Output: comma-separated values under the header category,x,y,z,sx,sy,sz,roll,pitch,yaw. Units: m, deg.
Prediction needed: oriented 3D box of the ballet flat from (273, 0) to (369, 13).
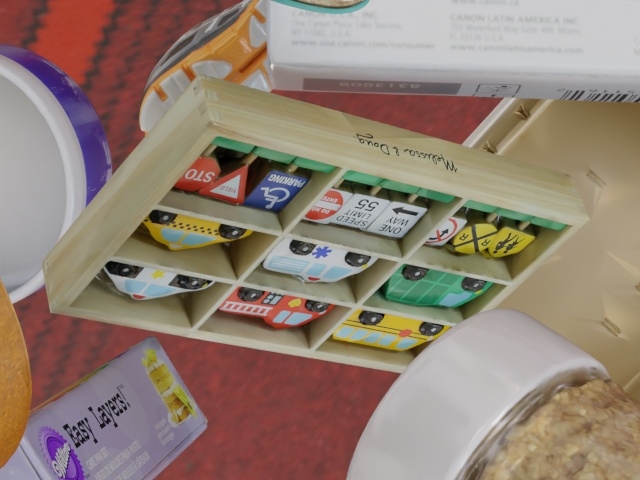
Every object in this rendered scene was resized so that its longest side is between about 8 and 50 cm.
category,x,y,z,sx,sy,sz,roll,pitch,yaw
ballet flat,-0.057,-0.178,0.998,0.206,0.073,0.067,25,127,25

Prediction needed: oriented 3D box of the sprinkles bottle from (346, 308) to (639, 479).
category,x,y,z,sx,sy,sz,roll,pitch,yaw
sprinkles bottle,0.172,0.164,0.744,0.355,0.121,0.121,35,110,31

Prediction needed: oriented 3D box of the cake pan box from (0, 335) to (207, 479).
category,x,y,z,sx,sy,sz,roll,pitch,yaw
cake pan box,-0.202,0.160,1.003,0.267,0.246,0.070,-33,89,14

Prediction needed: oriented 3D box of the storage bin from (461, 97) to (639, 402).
category,x,y,z,sx,sy,sz,roll,pitch,yaw
storage bin,0.219,0.008,1.560,0.260,0.123,0.262,43,96,9

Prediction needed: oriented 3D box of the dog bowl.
category,x,y,z,sx,sy,sz,roll,pitch,yaw
dog bowl,-0.346,-0.065,1.976,0.264,0.104,0.265,3,101,17

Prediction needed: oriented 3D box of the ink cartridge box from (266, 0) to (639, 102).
category,x,y,z,sx,sy,sz,roll,pitch,yaw
ink cartridge box,0.125,-0.280,1.214,0.308,0.091,0.385,2,83,0

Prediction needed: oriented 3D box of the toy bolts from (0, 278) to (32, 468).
category,x,y,z,sx,sy,sz,roll,pitch,yaw
toy bolts,-0.133,-0.068,0.467,0.228,0.158,0.218,8,125,28

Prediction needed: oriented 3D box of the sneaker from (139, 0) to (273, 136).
category,x,y,z,sx,sy,sz,roll,pitch,yaw
sneaker,-0.041,-0.145,1.410,0.215,0.083,0.084,-30,115,0

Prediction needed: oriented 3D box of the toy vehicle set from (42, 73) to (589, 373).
category,x,y,z,sx,sy,sz,roll,pitch,yaw
toy vehicle set,0.000,0.000,1.113,0.166,0.266,0.035,-47,46,36
